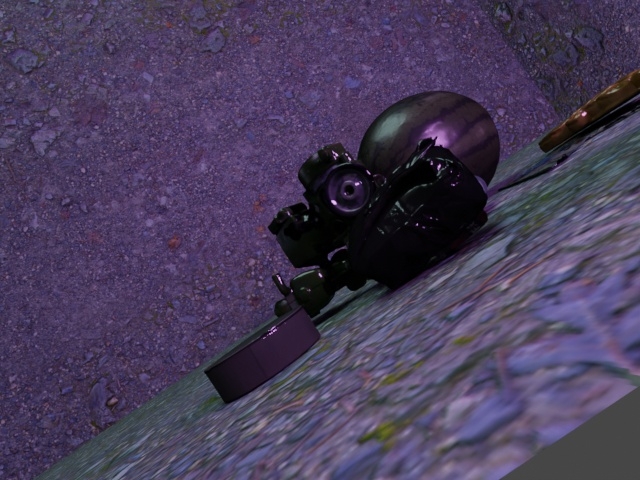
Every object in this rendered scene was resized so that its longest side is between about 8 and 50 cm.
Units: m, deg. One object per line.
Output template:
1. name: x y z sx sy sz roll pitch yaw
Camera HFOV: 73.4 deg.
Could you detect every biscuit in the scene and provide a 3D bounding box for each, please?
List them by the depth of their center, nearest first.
1. biscuit: 0.525 -0.249 0.818 0.202 0.044 0.289 -33 -9 11

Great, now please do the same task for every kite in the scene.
1. kite: 0.422 -0.162 0.716 0.335 0.011 0.314 -32 -4 -39

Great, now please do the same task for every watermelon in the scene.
1. watermelon: 0.228 -0.176 0.945 0.359 0.279 0.279 -36 -2 -27

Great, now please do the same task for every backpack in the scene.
1. backpack: 0.105 -0.021 0.478 0.165 0.106 0.120 -54 10 27

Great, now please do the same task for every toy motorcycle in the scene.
1. toy motorcycle: 0.000 0.000 0.633 0.275 0.205 0.127 -39 -12 33

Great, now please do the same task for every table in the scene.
1. table: -0.066 0.129 0.499 0.133 0.043 0.133 -33 -3 -2

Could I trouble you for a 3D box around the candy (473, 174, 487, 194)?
1. candy: 0.182 -0.040 0.682 0.174 0.071 0.138 -34 -4 24
